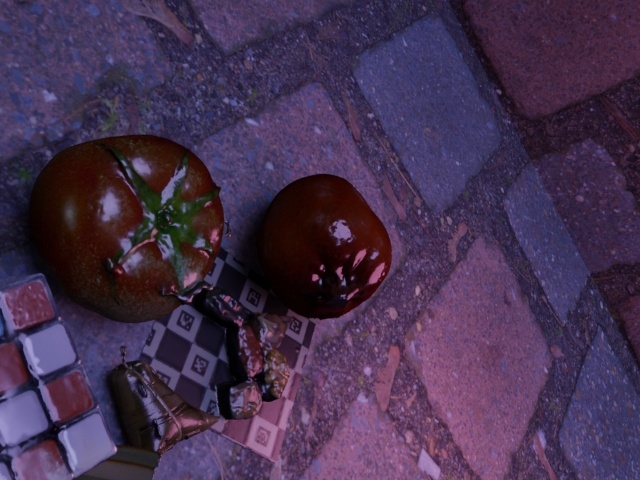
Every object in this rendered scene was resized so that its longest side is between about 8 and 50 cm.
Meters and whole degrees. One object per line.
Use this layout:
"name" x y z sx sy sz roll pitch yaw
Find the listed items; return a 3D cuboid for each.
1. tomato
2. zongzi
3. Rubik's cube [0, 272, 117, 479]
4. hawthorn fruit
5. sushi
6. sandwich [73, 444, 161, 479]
"tomato" -0.310 -0.024 1.028 0.304 0.239 0.303 5 83 -47
"zongzi" -0.264 0.255 1.081 0.178 0.081 0.188 -13 84 -52
"Rubik's cube" -0.453 0.213 0.772 0.256 0.259 0.253 -22 89 -48
"hawthorn fruit" 0.003 0.003 1.314 0.295 0.295 0.311 9 63 -43
"sushi" -0.148 0.201 1.231 0.359 0.064 0.343 38 51 -28
"sandwich" -0.327 0.333 0.922 0.113 0.163 0.079 36 52 -30
